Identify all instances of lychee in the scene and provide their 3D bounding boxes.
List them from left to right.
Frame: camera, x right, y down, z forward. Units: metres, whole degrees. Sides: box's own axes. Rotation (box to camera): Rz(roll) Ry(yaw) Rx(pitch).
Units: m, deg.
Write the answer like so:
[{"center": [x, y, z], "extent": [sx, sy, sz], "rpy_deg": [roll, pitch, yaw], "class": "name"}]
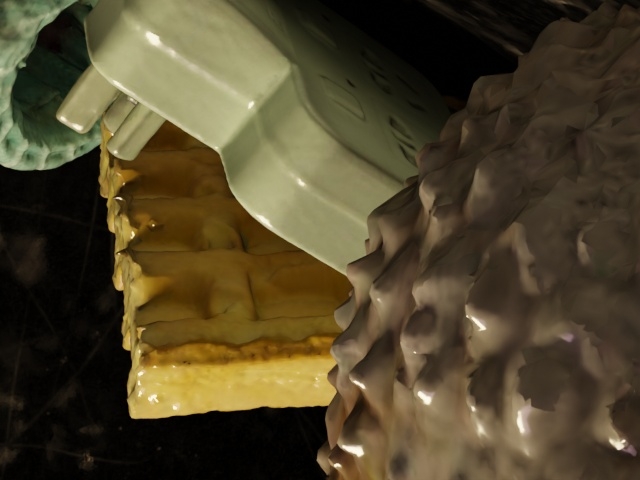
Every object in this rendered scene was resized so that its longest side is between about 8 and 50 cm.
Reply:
[{"center": [0.128, 0.057, 0.504], "extent": [0.300, 0.300, 0.300], "rpy_deg": [26, -179, 0], "class": "lychee"}]

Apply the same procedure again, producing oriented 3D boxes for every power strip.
[{"center": [-0.033, -0.071, 1.072], "extent": [0.261, 0.141, 0.229], "rpy_deg": [32, -159, -27], "class": "power strip"}]

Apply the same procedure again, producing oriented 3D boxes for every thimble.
[{"center": [-0.226, -0.165, 1.289], "extent": [0.143, 0.198, 0.235], "rpy_deg": [31, -161, 21], "class": "thimble"}]

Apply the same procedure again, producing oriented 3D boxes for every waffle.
[{"center": [0.000, -0.001, 1.202], "extent": [0.304, 0.077, 0.348], "rpy_deg": [-2, -148, -8], "class": "waffle"}]
